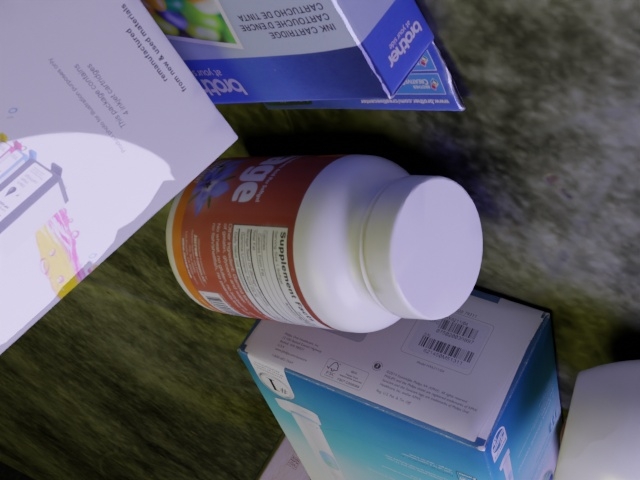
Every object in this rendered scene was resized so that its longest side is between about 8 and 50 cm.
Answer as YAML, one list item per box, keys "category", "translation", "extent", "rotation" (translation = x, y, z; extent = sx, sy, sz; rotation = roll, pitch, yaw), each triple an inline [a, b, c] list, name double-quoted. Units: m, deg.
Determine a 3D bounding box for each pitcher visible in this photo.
- category: "pitcher"
  translation: [0.270, 0.162, 0.719]
  extent: [0.207, 0.125, 0.178]
  rotation: [14, 165, 14]

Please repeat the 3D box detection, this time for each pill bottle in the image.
- category: "pill bottle"
  translation: [0.000, 0.000, 0.730]
  extent: [0.216, 0.121, 0.121]
  rotation: [3, 141, 45]

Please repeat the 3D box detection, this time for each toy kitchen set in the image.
- category: "toy kitchen set"
  translation: [0.011, 0.328, 1.276]
  extent: [0.207, 0.122, 0.166]
  rotation: [35, 154, -2]

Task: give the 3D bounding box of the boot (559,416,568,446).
- category: "boot"
  translation: [0.332, 0.275, 0.900]
  extent: [0.264, 0.096, 0.280]
  rotation: [27, 147, 30]

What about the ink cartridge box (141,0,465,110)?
- category: "ink cartridge box"
  translation: [-0.062, -0.171, 0.580]
  extent: [0.185, 0.065, 0.311]
  rotation: [6, 145, 44]

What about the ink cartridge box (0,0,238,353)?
- category: "ink cartridge box"
  translation: [-0.210, -0.062, 0.620]
  extent: [0.171, 0.232, 0.168]
  rotation: [31, 161, 52]

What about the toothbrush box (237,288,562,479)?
- category: "toothbrush box"
  translation: [0.085, 0.156, 0.892]
  extent: [0.216, 0.126, 0.295]
  rotation: [17, 149, 29]
